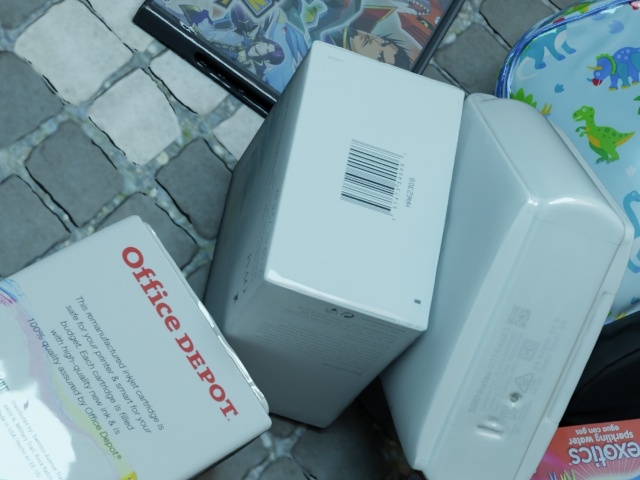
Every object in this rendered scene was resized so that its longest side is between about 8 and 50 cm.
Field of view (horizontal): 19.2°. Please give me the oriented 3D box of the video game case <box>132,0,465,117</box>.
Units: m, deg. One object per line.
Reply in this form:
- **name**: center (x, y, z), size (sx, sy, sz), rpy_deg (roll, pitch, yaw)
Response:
- **video game case**: center (-0.006, -0.228, 1.767), size (0.248, 0.035, 0.275), rpy_deg (36, 56, -8)

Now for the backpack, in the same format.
- **backpack**: center (0.289, -0.046, 1.698), size (0.273, 0.290, 0.355), rpy_deg (54, 22, -52)

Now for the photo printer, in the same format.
- **photo printer**: center (0.130, 0.029, 1.505), size (0.107, 0.256, 0.307), rpy_deg (17, 19, -13)

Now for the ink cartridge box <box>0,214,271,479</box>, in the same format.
- **ink cartridge box**: center (-0.209, 0.134, 1.438), size (0.278, 0.117, 0.201), rpy_deg (-29, 82, -34)

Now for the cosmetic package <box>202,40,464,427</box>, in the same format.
- **cosmetic package**: center (0.000, 0.000, 1.542), size (0.138, 0.224, 0.224), rpy_deg (18, 59, -11)

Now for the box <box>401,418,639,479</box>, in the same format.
- **box**: center (0.215, 0.229, 1.605), size (0.257, 0.128, 0.122), rpy_deg (-2, 68, -29)
